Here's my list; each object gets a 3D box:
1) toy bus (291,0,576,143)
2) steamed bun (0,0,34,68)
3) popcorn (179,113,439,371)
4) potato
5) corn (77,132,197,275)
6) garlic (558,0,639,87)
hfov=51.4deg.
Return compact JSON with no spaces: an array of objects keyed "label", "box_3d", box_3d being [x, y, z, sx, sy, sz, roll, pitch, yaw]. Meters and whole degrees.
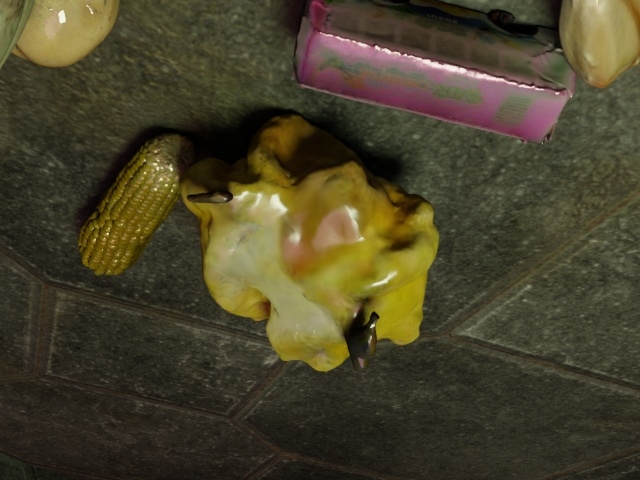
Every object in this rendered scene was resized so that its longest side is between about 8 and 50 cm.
[{"label":"toy bus","box_3d":[0.111,-0.174,0.647,0.273,0.112,0.090,11,138,-7]},{"label":"steamed bun","box_3d":[-0.356,-0.244,0.514,0.324,0.219,0.310,-10,105,16]},{"label":"popcorn","box_3d":[0.000,0.000,0.808,0.297,0.281,0.316,-12,107,28]},{"label":"potato","box_3d":[-0.257,-0.223,0.638,0.147,0.112,0.112,-10,143,32]},{"label":"corn","box_3d":[-0.261,-0.039,0.923,0.097,0.097,0.320,24,140,-24]},{"label":"garlic","box_3d":[0.300,-0.241,0.521,0.217,0.110,0.228,-13,153,8]}]
